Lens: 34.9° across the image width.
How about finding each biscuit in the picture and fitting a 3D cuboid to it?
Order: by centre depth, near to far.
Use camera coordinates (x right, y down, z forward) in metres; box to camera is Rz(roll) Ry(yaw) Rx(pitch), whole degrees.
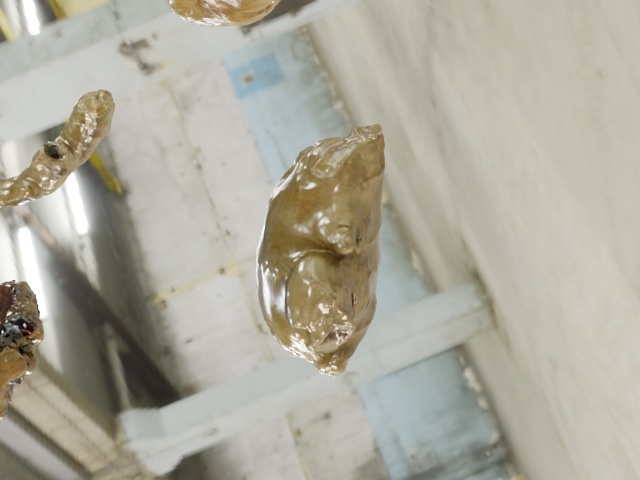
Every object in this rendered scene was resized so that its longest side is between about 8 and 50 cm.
[{"bbox_3d":[-0.535,0.203,1.631,0.081,0.289,0.334,37,180,-28],"label":"biscuit"}]

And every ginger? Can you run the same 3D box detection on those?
[{"bbox_3d":[0.000,0.000,0.992,0.270,0.123,0.219,96,170,-50],"label":"ginger"},{"bbox_3d":[-0.332,-0.075,1.189,0.075,0.288,0.089,47,-159,-11],"label":"ginger"}]

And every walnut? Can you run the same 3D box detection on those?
[{"bbox_3d":[-0.135,-0.398,1.467,0.195,0.195,0.222,67,-152,-24],"label":"walnut"}]
